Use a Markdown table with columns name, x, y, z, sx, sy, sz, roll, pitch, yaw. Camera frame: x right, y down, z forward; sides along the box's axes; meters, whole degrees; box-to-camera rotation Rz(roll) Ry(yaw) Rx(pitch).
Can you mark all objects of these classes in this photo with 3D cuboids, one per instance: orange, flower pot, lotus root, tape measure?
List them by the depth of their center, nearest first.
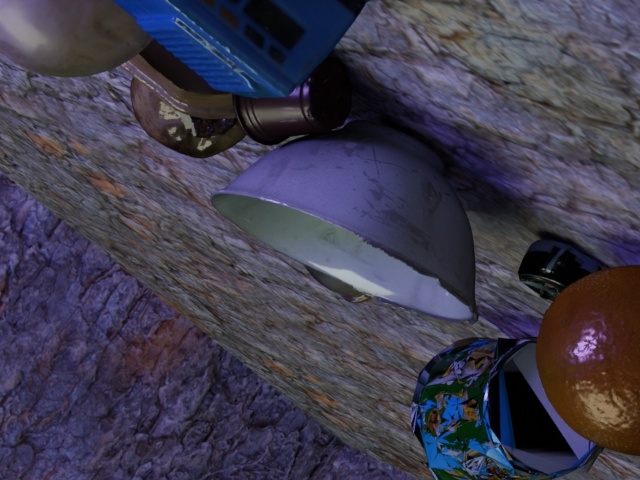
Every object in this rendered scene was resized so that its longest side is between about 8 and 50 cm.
| name | x | y | z | sx | sy | sz | roll | pitch | yaw |
| --- | --- | --- | --- | --- | --- | --- | --- | --- | --- |
| orange | 0.317 | 0.120 | 1.612 | 0.206 | 0.206 | 0.206 | 32 | 168 | 7 |
| flower pot | -0.021 | -0.150 | 1.653 | 0.089 | 0.111 | 0.111 | 4 | 151 | 42 |
| tape measure | 0.261 | 0.038 | 1.749 | 0.094 | 0.054 | 0.091 | 25 | 165 | 10 |
| lotus root | -0.158 | -0.163 | 1.883 | 0.138 | 0.138 | 0.214 | 39 | 167 | -27 |

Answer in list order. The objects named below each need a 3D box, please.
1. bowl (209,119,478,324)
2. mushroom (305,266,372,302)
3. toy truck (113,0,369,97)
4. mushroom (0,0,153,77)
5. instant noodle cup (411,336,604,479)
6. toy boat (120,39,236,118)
| name | x | y | z | sx | sy | sz | roll | pitch | yaw |
| --- | --- | --- | --- | --- | --- | --- | --- | --- | --- |
| bowl | 0.052 | -0.040 | 1.730 | 0.313 | 0.146 | 0.313 | 25 | 169 | 5 |
| mushroom | -0.001 | -0.001 | 2.210 | 0.109 | 0.097 | 0.351 | 31 | 172 | 25 |
| toy truck | -0.138 | -0.277 | 1.276 | 0.385 | 0.162 | 0.161 | 39 | 168 | -24 |
| mushroom | -0.254 | -0.264 | 1.563 | 0.209 | 0.206 | 0.206 | 29 | 168 | 44 |
| instant noodle cup | 0.257 | 0.228 | 2.152 | 0.240 | 0.240 | 0.178 | 36 | 159 | -12 |
| toy boat | -0.136 | -0.201 | 1.694 | 0.188 | 0.116 | 0.061 | 36 | 161 | -3 |
